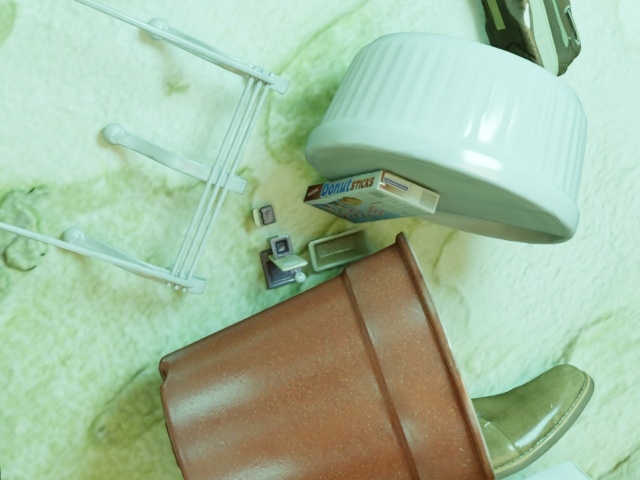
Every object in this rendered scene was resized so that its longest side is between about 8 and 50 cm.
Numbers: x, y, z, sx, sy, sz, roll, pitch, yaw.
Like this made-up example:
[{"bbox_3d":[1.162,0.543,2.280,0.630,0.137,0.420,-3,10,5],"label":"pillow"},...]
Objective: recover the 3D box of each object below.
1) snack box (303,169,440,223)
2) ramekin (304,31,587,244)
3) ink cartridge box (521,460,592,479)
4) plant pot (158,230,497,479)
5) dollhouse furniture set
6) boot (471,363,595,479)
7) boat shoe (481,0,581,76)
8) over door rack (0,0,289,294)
[{"bbox_3d":[0.046,-0.040,1.200,0.064,0.178,0.022,21,80,-21],"label":"snack box"},{"bbox_3d":[0.129,-0.098,1.180,0.273,0.273,0.127,22,81,-20],"label":"ramekin"},{"bbox_3d":[0.215,0.406,1.326,0.207,0.117,0.283,-19,125,-19],"label":"ink cartridge box"},{"bbox_3d":[0.001,0.162,1.185,0.265,0.272,0.272,-19,106,0],"label":"plant pot"},{"bbox_3d":[0.000,0.000,1.245,0.114,0.081,0.091,-16,105,-14],"label":"dollhouse furniture set"},{"bbox_3d":[0.154,0.202,1.328,0.305,0.112,0.115,-30,98,-8],"label":"boot"},{"bbox_3d":[0.202,-0.287,1.259,0.095,0.095,0.257,-30,115,-25],"label":"boat shoe"},{"bbox_3d":[-0.205,-0.101,1.131,0.324,0.108,0.239,18,95,-41],"label":"over door rack"}]
